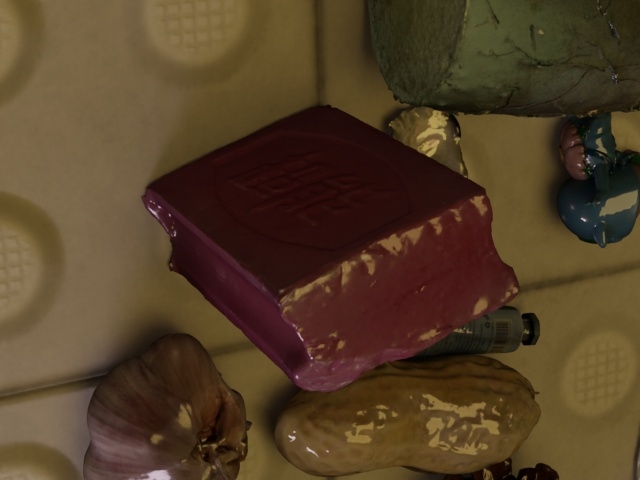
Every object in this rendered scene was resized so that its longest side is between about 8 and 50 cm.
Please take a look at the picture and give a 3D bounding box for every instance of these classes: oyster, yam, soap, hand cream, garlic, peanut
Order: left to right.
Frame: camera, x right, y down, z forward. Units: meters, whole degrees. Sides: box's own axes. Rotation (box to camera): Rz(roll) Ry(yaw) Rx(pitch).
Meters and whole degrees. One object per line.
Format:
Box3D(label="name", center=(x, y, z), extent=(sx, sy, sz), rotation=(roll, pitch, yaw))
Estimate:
Box3D(label="garlic", center=(-0.128, 0.234, 1.618), extent=(0.207, 0.257, 0.207), rotation=(-36, 162, -13))
Box3D(label="soap", center=(0.000, 0.000, 1.504), extent=(0.233, 0.359, 0.128), rotation=(-27, 118, -16))
Box3D(label="peanut", center=(0.097, 0.204, 1.756), extent=(0.313, 0.149, 0.149), rotation=(-1, 107, -23))
Box3D(label="oyster", center=(0.125, -0.086, 1.721), extent=(0.146, 0.045, 0.122), rotation=(35, 92, -24))
Box3D(label="hand cream", center=(0.139, 0.103, 1.787), extent=(0.256, 0.055, 0.088), rotation=(0, 117, -24))
Box3D(label="yam", center=(0.219, -0.239, 1.599), extent=(0.348, 0.241, 0.241), rotation=(3, 105, -32))

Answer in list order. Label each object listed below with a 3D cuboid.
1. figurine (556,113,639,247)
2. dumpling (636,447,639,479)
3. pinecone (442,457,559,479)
Box3D(label="figurine", center=(0.342, -0.086, 1.801), extent=(0.144, 0.114, 0.178), rotation=(-19, 106, -22))
Box3D(label="dumpling", center=(0.505, 0.317, 2.007), extent=(0.179, 0.131, 0.252), rotation=(-34, 109, 12))
Box3D(label="pinecone", center=(0.220, 0.368, 1.833), extent=(0.228, 0.203, 0.201), rotation=(17, 130, -29))
